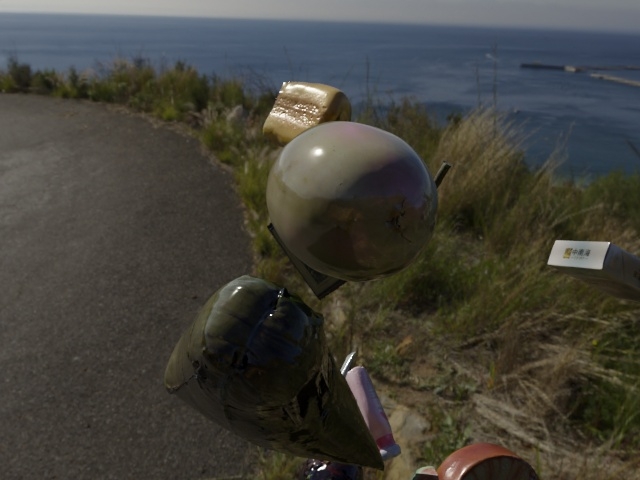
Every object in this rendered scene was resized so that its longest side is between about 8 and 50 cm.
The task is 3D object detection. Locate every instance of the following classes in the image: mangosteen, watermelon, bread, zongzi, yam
[{"bbox_3d":[0.062,0.834,1.854,0.289,0.231,0.231,51,31,0],"label":"mangosteen"},{"bbox_3d":[0.235,0.560,1.260,0.092,0.084,0.072,-16,2,-41],"label":"watermelon"},{"bbox_3d":[0.453,0.703,1.476,0.295,0.327,0.114,-46,13,-12],"label":"bread"},{"bbox_3d":[-0.007,0.200,0.688,0.361,0.323,0.159,36,66,-6],"label":"zongzi"},{"bbox_3d":[0.333,-0.169,1.608,0.027,0.129,0.033,1,38,-46],"label":"yam"},{"bbox_3d":[-0.019,-0.217,1.011,0.085,0.134,0.173,23,7,-44],"label":"bread"}]

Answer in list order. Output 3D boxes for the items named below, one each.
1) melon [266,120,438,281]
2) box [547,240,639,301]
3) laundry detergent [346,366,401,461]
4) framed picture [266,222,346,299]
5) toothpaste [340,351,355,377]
[{"bbox_3d":[0.038,-0.059,0.798,0.223,0.222,0.317,-5,14,-17],"label":"melon"},{"bbox_3d":[0.657,0.073,1.246,0.243,0.067,0.155,23,-8,-20],"label":"box"},{"bbox_3d":[0.191,0.632,2.036,0.088,0.159,0.335,-28,64,7],"label":"laundry detergent"},{"bbox_3d":[0.000,0.000,1.117,0.199,0.195,0.010,54,35,6],"label":"framed picture"},{"bbox_3d":[0.067,0.467,1.868,0.033,0.052,0.218,35,53,-9],"label":"toothpaste"}]
